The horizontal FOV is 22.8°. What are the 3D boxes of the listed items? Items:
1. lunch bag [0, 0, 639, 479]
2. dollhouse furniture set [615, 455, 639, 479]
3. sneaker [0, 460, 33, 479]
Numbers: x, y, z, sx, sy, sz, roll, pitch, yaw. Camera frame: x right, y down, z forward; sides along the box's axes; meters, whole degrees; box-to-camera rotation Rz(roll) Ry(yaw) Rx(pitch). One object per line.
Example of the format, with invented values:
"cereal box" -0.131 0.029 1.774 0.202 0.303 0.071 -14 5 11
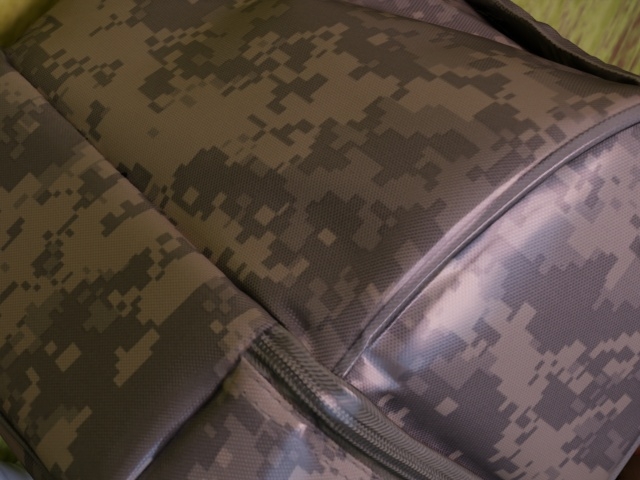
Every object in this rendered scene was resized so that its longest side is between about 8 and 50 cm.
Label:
"lunch bag" 0.000 0.000 0.643 0.256 0.305 0.212 -51 134 3
"dollhouse furniture set" 0.387 0.127 0.990 0.356 0.174 0.303 2 121 -3
"sneaker" -0.138 0.133 0.804 0.061 0.054 0.152 -50 141 -12
